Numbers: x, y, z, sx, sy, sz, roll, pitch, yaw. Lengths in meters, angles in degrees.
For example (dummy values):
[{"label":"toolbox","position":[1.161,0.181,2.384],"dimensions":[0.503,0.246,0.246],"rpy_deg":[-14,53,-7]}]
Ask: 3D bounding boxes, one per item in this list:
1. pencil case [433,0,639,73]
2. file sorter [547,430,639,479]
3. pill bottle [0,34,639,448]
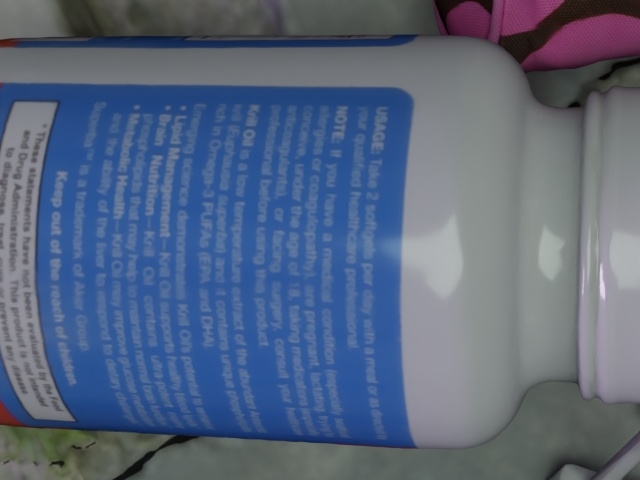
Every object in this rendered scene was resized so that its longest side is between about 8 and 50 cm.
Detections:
[{"label":"pencil case","position":[0.136,-0.118,0.461],"dimensions":[0.209,0.095,0.098],"rpy_deg":[-15,130,-1]},{"label":"file sorter","position":[0.216,0.166,0.422],"dimensions":[0.278,0.173,0.192],"rpy_deg":[18,57,-6]},{"label":"pill bottle","position":[0.000,0.000,0.429],"dimensions":[0.222,0.124,0.124],"rpy_deg":[2,98,13]}]
